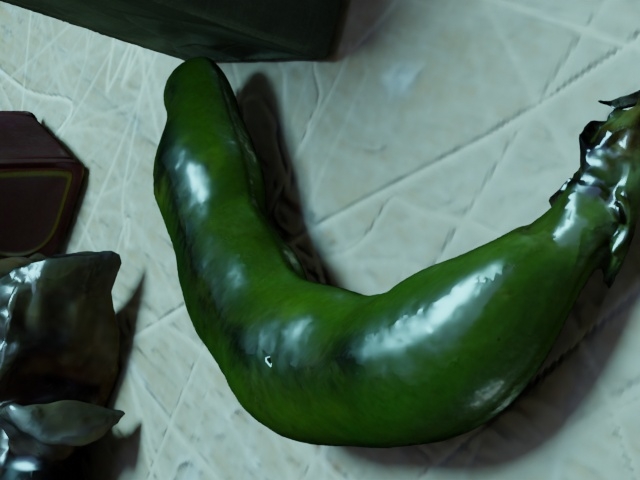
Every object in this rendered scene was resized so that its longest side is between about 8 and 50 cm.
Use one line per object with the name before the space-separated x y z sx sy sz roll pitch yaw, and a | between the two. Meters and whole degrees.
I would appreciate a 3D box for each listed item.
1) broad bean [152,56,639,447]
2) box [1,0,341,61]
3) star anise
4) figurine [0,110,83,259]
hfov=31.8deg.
broad bean | 0.000 0.000 0.423 0.292 0.049 0.144 15 85 55
box | -0.112 -0.178 0.479 0.155 0.231 0.149 14 91 57
star anise | -0.187 0.103 0.616 0.214 0.099 0.220 -14 67 44
figurine | -0.215 -0.028 0.736 0.154 0.082 0.098 34 127 55
